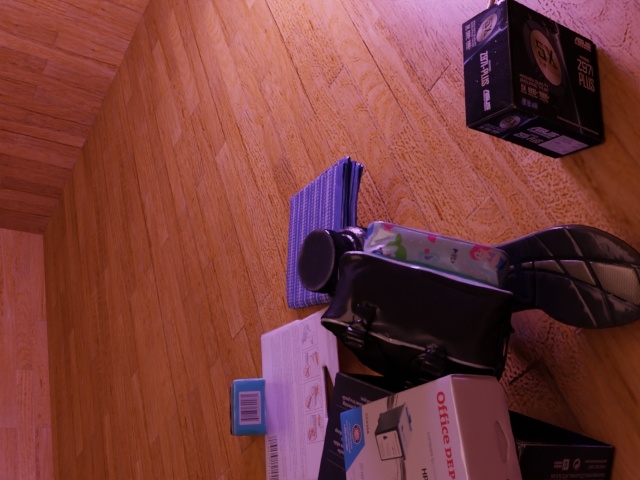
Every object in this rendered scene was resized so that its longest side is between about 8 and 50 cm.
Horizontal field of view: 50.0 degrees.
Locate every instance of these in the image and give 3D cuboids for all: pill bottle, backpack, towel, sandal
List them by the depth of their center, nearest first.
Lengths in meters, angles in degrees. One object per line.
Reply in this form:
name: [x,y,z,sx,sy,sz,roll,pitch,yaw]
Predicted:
sandal: [0.297,0.039,0.866,0.303,0.086,0.120,178,85,-69]
backpack: [0.132,0.099,0.875,0.225,0.253,0.191,14,68,20]
pill bottle: [0.080,0.044,1.050,0.123,0.219,0.123,-20,65,51]
towel: [0.000,0.000,1.273,0.336,0.040,0.243,156,118,-70]

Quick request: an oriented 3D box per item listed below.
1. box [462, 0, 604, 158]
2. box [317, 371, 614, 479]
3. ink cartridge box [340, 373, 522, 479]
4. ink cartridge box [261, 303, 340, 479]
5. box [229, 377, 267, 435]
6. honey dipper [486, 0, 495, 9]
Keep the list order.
box: [0.273,-0.202,0.881,0.077,0.180,0.147,-19,64,53]
box: [0.155,0.365,0.888,0.343,0.179,0.313,8,85,56]
ink cartridge box: [0.115,0.239,0.758,0.190,0.082,0.140,-35,52,46]
ink cartridge box: [-0.015,0.290,1.249,0.261,0.066,0.296,-30,57,49]
box: [-0.143,0.326,1.332,0.244,0.060,0.101,120,148,-72]
honey dipper: [0.268,-0.369,1.073,0.030,0.030,0.161,26,98,54]
